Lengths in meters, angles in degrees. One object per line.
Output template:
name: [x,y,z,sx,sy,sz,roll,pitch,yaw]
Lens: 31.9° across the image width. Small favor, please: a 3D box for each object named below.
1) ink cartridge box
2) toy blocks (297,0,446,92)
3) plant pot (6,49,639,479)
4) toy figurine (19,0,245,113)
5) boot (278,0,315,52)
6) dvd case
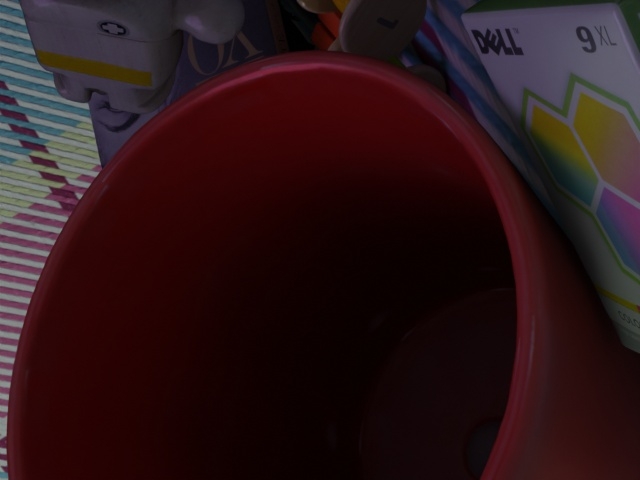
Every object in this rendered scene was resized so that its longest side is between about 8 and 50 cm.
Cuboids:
ink cartridge box: [0.112,-0.049,0.378,0.209,0.062,0.109,61,171,-17]
toy blocks: [0.005,-0.139,0.645,0.148,0.054,0.123,52,171,36]
plant pot: [0.033,0.081,0.536,0.243,0.275,0.275,27,-164,-48]
toy figurine: [-0.066,-0.177,0.426,0.213,0.209,0.148,54,164,14]
boot: [-0.082,-0.074,0.883,0.445,0.146,0.367,49,148,19]
dvd case: [-0.097,-0.141,0.721,0.018,0.164,0.221,-8,-96,-55]
